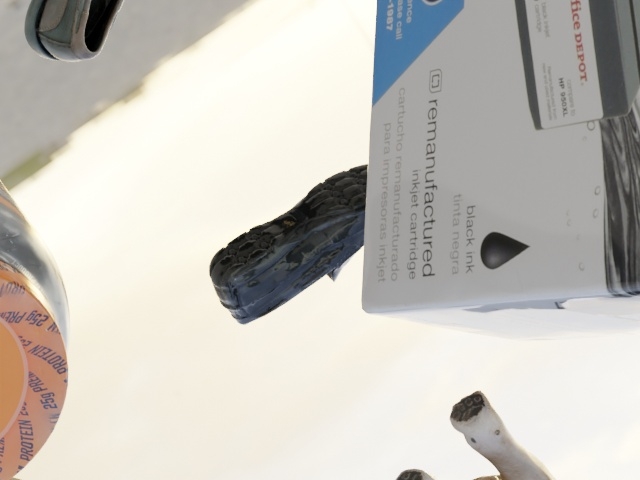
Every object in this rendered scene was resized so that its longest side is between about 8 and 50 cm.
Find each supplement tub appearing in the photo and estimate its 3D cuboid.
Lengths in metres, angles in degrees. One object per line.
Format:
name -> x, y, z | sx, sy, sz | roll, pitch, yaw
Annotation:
supplement tub -> -0.271, 0.027, 1.203 | 0.193, 0.193, 0.316 | -35, -148, -6

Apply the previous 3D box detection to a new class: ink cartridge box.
ink cartridge box -> 0.215, -0.096, 1.158 | 0.166, 0.285, 0.395 | 10, 168, -38

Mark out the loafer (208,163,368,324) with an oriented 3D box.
loafer -> 0.000, 0.000, 1.815 | 0.223, 0.078, 0.076 | -32, -143, -11

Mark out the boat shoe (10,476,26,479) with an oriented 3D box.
boat shoe -> -0.196, 0.422, 1.691 | 0.156, 0.500, 0.187 | -5, -154, 26

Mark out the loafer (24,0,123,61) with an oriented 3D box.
loafer -> -0.193, -0.292, 1.875 | 0.084, 0.096, 0.267 | 19, -96, 45

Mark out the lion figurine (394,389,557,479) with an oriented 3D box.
lion figurine -> 0.209, 0.220, 1.354 | 0.392, 0.240, 0.142 | 8, -124, 52
